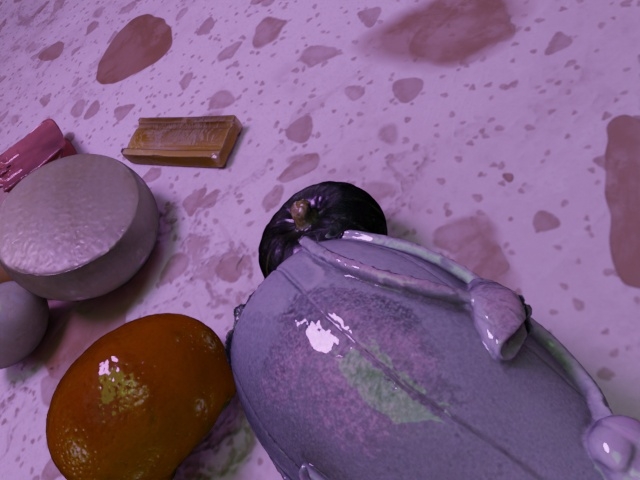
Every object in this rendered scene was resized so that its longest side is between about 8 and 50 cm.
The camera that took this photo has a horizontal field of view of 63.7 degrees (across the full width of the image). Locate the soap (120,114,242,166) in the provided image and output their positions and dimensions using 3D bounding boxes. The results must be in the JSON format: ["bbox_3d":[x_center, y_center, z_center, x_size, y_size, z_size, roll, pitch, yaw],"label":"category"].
[{"bbox_3d":[-0.257,-0.183,0.944,0.251,0.037,0.092,8,67,31],"label":"soap"}]

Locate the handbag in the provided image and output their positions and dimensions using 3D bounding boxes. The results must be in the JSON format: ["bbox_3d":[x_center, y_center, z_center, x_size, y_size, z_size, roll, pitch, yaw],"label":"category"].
[{"bbox_3d":[-0.592,-0.166,1.068,0.157,0.059,0.212,-38,41,-11],"label":"handbag"}]

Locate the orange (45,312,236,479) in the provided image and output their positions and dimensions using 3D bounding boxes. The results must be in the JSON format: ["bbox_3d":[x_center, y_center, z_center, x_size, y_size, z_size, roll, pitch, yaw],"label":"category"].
[{"bbox_3d":[-0.218,0.196,0.612,0.237,0.158,0.179,-44,67,-4],"label":"orange"}]

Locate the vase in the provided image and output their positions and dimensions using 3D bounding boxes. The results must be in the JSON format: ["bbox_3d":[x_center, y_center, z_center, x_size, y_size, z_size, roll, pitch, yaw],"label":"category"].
[{"bbox_3d":[0.129,0.167,0.394,0.445,0.250,0.250,31,79,37],"label":"vase"}]

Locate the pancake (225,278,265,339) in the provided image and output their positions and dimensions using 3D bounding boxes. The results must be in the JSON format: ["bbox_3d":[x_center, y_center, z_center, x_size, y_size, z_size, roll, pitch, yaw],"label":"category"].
[{"bbox_3d":[-0.065,0.103,0.673,0.116,0.023,0.130,35,81,36],"label":"pancake"}]

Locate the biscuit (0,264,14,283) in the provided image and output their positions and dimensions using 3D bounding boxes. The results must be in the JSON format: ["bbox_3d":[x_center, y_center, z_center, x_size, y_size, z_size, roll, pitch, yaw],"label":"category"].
[{"bbox_3d":[-0.540,0.005,0.968,0.290,0.062,0.237,-13,56,20],"label":"biscuit"}]

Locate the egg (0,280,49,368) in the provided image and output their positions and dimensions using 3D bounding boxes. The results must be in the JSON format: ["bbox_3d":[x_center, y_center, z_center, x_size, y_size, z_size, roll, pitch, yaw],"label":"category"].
[{"bbox_3d":[-0.506,0.138,0.832,0.114,0.114,0.152,31,98,38],"label":"egg"}]

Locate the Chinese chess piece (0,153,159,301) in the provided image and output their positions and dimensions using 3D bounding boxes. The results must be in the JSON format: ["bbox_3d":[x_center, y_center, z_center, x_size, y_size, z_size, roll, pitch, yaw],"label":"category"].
[{"bbox_3d":[-0.389,-0.023,0.834,0.250,0.101,0.251,-3,57,4],"label":"Chinese chess piece"}]

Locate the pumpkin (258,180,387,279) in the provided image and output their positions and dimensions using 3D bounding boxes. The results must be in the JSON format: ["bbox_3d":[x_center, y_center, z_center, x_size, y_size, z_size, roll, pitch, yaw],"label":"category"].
[{"bbox_3d":[0.001,0.002,0.629,0.167,0.125,0.167,-45,24,26],"label":"pumpkin"}]
